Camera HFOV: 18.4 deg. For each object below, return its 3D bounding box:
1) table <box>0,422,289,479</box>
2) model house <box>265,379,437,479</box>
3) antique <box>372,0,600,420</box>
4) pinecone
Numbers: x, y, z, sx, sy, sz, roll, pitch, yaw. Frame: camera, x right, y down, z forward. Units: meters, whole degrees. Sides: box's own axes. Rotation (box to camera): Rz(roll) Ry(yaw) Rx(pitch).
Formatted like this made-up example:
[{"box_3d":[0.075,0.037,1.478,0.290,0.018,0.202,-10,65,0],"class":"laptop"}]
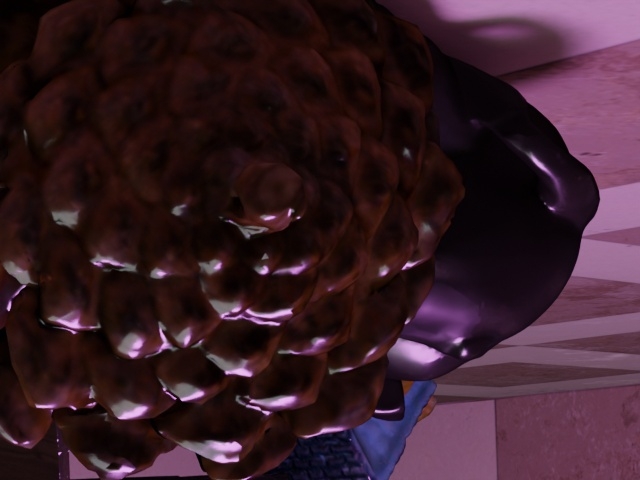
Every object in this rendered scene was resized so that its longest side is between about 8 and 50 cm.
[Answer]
[{"box_3d":[-0.163,0.115,1.627,0.249,0.317,0.317,-13,179,-32],"class":"table"},{"box_3d":[0.028,0.170,2.044,0.226,0.241,0.261,8,167,-34],"class":"model house"},{"box_3d":[0.000,0.000,1.097,0.322,0.185,0.255,-17,163,36],"class":"antique"},{"box_3d":[-0.066,-0.030,0.820,0.243,0.243,0.257,0,-155,-10],"class":"pinecone"}]
